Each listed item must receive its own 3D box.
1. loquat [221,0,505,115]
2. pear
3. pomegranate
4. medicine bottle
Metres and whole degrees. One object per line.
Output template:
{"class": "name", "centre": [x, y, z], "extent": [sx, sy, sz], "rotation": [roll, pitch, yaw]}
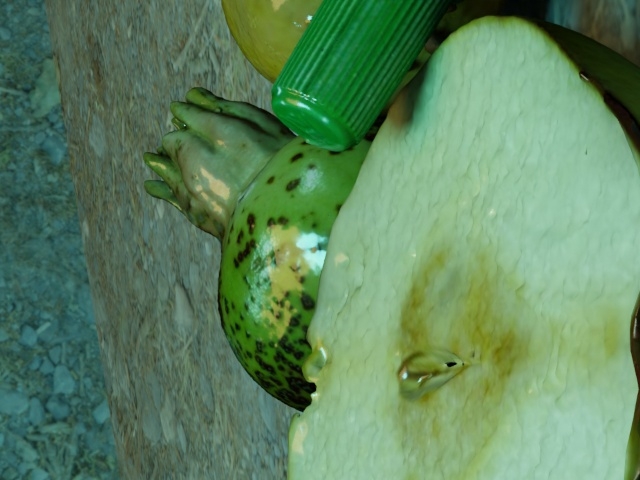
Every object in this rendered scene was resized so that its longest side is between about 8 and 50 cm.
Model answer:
{"class": "loquat", "centre": [0.028, -0.191, 1.045], "extent": [0.238, 0.193, 0.238], "rotation": [-170, 90, -78]}
{"class": "pear", "centre": [0.140, 0.066, 0.825], "extent": [0.386, 0.191, 0.340], "rotation": [172, 105, -67]}
{"class": "pomegranate", "centre": [0.012, -0.009, 1.120], "extent": [0.222, 0.204, 0.276], "rotation": [101, 148, -50]}
{"class": "medicine bottle", "centre": [0.072, -0.184, 0.886], "extent": [0.111, 0.076, 0.309], "rotation": [12, 68, 55]}
